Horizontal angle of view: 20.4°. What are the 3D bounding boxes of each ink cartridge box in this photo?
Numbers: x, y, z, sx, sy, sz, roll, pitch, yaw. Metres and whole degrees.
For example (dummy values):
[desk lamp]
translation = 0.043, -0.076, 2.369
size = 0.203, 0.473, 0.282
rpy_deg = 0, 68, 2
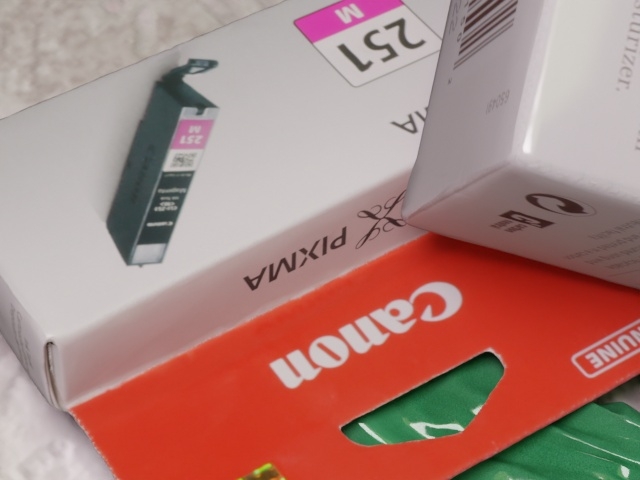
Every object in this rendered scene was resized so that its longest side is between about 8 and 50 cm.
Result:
[ink cartridge box]
translation = 0.000, 0.000, 0.782
size = 0.275, 0.060, 0.239
rpy_deg = -26, 53, -22

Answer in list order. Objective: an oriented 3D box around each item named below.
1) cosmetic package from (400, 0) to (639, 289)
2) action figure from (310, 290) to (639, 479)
[cosmetic package]
translation = 0.286, -0.066, 0.744
size = 0.453, 0.161, 0.230
rpy_deg = 16, 80, -10
[action figure]
translation = 0.118, 0.119, 0.761
size = 0.232, 0.063, 0.137
rpy_deg = 19, 61, 10
